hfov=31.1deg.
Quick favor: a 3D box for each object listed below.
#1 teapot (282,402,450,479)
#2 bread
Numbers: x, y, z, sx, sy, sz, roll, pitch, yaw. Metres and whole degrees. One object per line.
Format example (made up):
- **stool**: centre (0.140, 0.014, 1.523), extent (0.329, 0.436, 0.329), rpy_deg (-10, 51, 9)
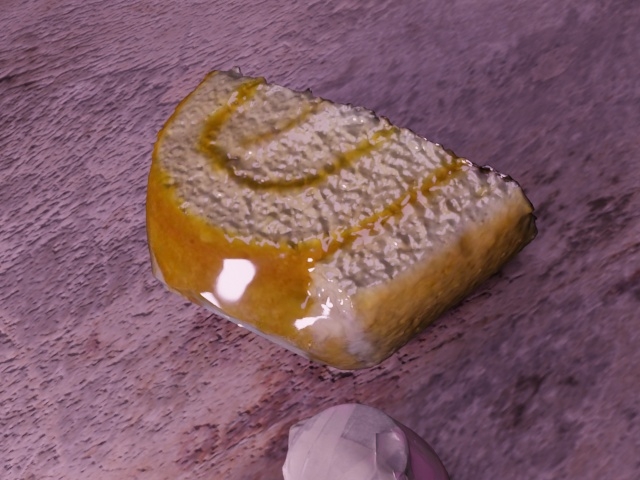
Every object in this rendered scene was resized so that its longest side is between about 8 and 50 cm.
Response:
- **teapot**: centre (0.048, 0.261, 1.085), extent (0.163, 0.178, 0.221), rpy_deg (-24, 50, 3)
- **bread**: centre (0.004, 0.007, 1.241), extent (0.395, 0.239, 0.264), rpy_deg (24, 72, 26)
